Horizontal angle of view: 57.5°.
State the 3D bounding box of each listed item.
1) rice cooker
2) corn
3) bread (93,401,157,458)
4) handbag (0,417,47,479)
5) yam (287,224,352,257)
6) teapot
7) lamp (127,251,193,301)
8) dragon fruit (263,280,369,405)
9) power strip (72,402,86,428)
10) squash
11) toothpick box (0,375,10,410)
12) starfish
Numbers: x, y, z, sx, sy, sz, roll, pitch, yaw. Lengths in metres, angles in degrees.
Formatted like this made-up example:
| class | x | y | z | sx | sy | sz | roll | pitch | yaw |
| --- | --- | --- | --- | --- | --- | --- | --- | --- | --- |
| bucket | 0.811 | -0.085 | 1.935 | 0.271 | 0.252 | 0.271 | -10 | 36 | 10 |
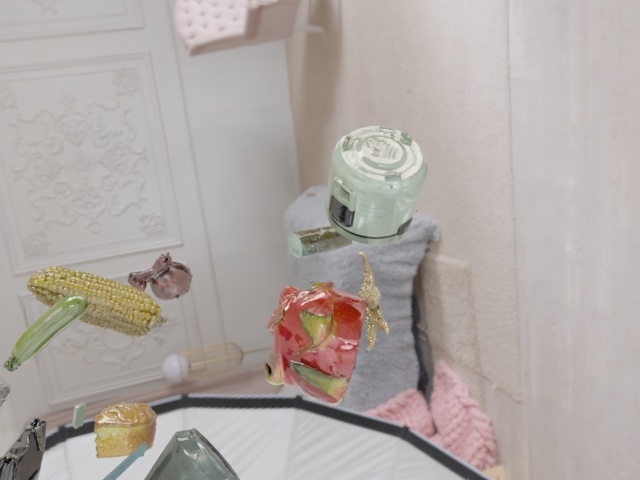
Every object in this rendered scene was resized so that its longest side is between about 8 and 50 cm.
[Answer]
| class | x | y | z | sx | sy | sz | roll | pitch | yaw |
| --- | --- | --- | --- | --- | --- | --- | --- | --- | --- |
| rice cooker | 0.116 | -0.118 | 1.311 | 0.244 | 0.225 | 0.226 | 96 | 158 | -53 |
| corn | -0.513 | 0.142 | 1.361 | 0.119 | 0.321 | 0.119 | -40 | 35 | 37 |
| bread | -0.539 | 0.539 | 1.658 | 0.229 | 0.139 | 0.143 | 49 | -137 | -84 |
| handbag | -0.908 | 0.701 | 1.710 | 0.342 | 0.152 | 0.288 | -101 | 33 | -76 |
| yam | 0.000 | 0.000 | 1.447 | 0.068 | 0.169 | 0.069 | 18 | 112 | 52 |
| teapot | -0.281 | 0.463 | 1.056 | 0.203 | 0.225 | 0.171 | 52 | 164 | -15 |
| lamp | -0.614 | 0.155 | 2.268 | 0.223 | 0.215 | 0.151 | 56 | 161 | -22 |
| dragon fruit | -0.025 | 0.240 | 1.436 | 0.305 | 0.225 | 0.306 | -162 | 90 | -89 |
| power strip | -0.643 | 0.467 | 1.552 | 0.017 | 0.027 | 0.083 | 35 | 117 | 35 |
| squash | -0.495 | 0.163 | 1.052 | 0.052 | 0.183 | 0.052 | 44 | 173 | 7 |
| toothpick box | -0.769 | 0.399 | 1.139 | 0.317 | 0.228 | 0.229 | -67 | 11 | -10 |
| starfish | 0.170 | 0.237 | 1.968 | 0.294 | 0.084 | 0.302 | -98 | 2 | -61 |
